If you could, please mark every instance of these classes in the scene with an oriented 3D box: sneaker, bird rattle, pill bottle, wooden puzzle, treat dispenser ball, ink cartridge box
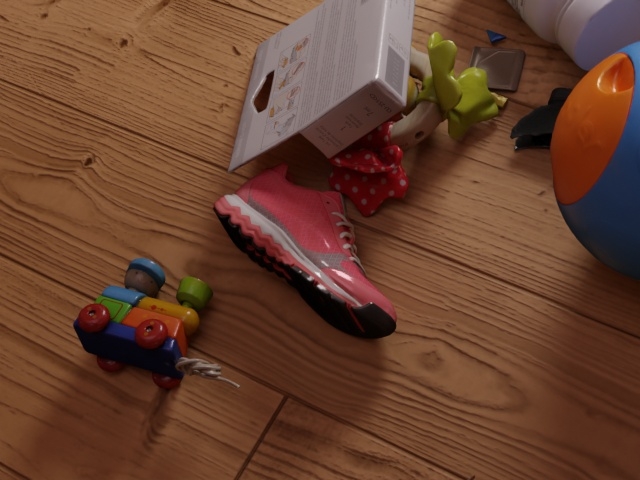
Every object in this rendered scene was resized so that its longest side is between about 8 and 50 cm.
[{"bbox_3d":[0.000,-0.001,1.715,0.136,0.116,0.314,-45,58,-12],"label":"sneaker"},{"bbox_3d":[0.104,-0.164,1.799,0.253,0.143,0.207,-44,42,9],"label":"bird rattle"},{"bbox_3d":[0.318,-0.367,1.798,0.160,0.160,0.283,-32,57,-2],"label":"pill bottle"},{"bbox_3d":[0.239,-0.234,1.835,0.078,0.014,0.116,16,67,20],"label":"wooden puzzle"},{"bbox_3d":[0.408,-0.091,1.535,0.288,0.288,0.288,-8,59,13],"label":"treat dispenser ball"},{"bbox_3d":[0.008,-0.226,1.818,0.261,0.066,0.296,-31,33,32],"label":"ink cartridge box"},{"bbox_3d":[0.338,-0.147,1.733,0.170,0.051,0.089,14,66,29],"label":"sneaker"}]

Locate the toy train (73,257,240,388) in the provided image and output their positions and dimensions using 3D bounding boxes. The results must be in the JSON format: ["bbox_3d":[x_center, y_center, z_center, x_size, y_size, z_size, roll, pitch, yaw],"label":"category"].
[{"bbox_3d":[-0.180,0.109,1.726,0.248,0.105,0.143,13,52,23],"label":"toy train"}]

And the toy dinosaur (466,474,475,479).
[{"bbox_3d":[0.109,0.369,1.511,0.112,0.064,0.211,6,71,0],"label":"toy dinosaur"}]
